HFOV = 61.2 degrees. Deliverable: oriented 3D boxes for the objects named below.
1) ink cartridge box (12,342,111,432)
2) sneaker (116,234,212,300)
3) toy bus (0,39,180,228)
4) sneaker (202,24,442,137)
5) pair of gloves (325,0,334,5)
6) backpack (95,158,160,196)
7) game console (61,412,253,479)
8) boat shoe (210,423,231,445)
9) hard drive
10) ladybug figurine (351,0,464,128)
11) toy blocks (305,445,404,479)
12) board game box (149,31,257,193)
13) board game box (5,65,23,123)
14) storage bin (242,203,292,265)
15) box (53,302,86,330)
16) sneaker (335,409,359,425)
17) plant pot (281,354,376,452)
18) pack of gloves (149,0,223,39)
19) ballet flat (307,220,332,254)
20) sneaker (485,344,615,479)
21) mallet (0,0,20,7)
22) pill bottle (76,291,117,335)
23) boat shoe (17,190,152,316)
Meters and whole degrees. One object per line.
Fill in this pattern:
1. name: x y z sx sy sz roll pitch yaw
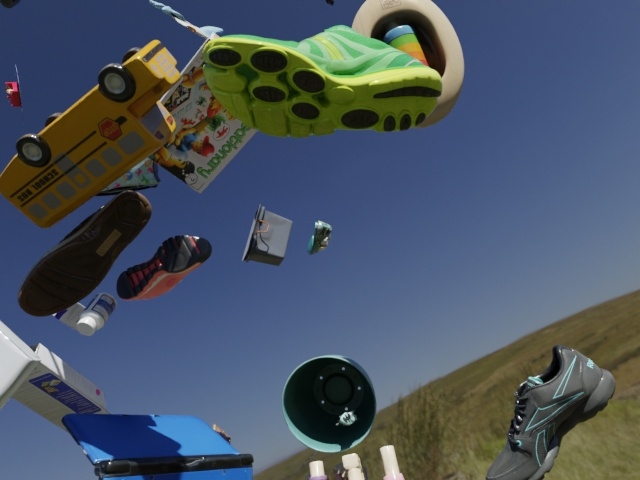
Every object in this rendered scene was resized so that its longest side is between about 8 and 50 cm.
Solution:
1. ink cartridge box: -0.778 0.446 1.590 0.176 0.069 0.370 -20 -50 9
2. sneaker: -0.458 0.085 1.639 0.314 0.115 0.136 -28 -21 6
3. toy bus: -0.344 -0.158 0.830 0.333 0.108 0.130 -30 -64 20
4. sneaker: 0.001 -0.194 0.654 0.296 0.123 0.109 0 -47 -25
5. pair of gloves: 0.039 -0.776 1.672 0.083 0.074 0.010 -22 14 42
6. backpack: -0.606 -0.210 1.511 0.225 0.191 0.254 8 23 36
7. game console: -0.272 0.416 0.905 0.173 0.250 0.293 -19 -27 36
8. boat shoe: -0.262 0.510 1.367 0.064 0.060 0.178 -59 7 -17
9. hard drive: -0.820 0.334 1.192 0.353 0.233 0.047 -52 -13 -8
10. ladybug figurine: 0.246 -0.520 1.574 0.305 0.449 0.162 -15 -13 4
11. toy blocks: 0.114 0.797 1.606 0.309 0.260 0.288 -13 -34 3
12. board game box: -0.247 -0.263 1.169 0.193 0.053 0.305 36 -63 -24
13. board game box: -0.870 -0.410 1.532 0.033 0.133 0.169 -8 -10 -28
14. storage bin: -0.122 -0.008 1.289 0.091 0.135 0.098 16 -26 -11
15. box: -0.779 0.210 1.653 0.072 0.126 0.137 -57 -33 -18
16. sneaker: 0.071 0.553 1.658 0.069 0.038 0.098 -32 -23 24
17. plant pot: 0.042 0.507 1.765 0.293 0.292 0.235 -28 -7 7
18. pack of gloves: -0.356 -0.620 1.531 0.046 0.195 0.232 -57 -12 14
19. ballet flat: 0.000 0.000 1.782 0.070 0.070 0.188 -18 -20 -18
20. sneaker: 0.347 0.287 0.874 0.267 0.106 0.101 -48 -2 -3
21. mallet: -0.712 -0.608 1.357 0.190 0.062 0.039 8 -43 11
22. pill bottle: -0.616 0.203 1.484 0.067 0.067 0.120 -38 20 29
23. boat shoe: -0.393 0.021 0.911 0.257 0.095 0.095 -45 27 -19
